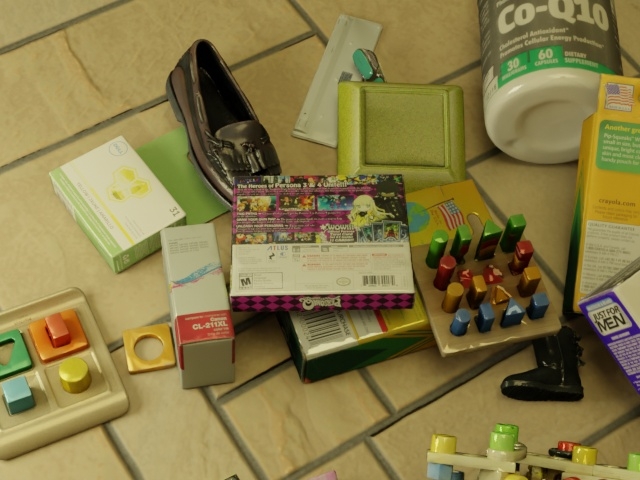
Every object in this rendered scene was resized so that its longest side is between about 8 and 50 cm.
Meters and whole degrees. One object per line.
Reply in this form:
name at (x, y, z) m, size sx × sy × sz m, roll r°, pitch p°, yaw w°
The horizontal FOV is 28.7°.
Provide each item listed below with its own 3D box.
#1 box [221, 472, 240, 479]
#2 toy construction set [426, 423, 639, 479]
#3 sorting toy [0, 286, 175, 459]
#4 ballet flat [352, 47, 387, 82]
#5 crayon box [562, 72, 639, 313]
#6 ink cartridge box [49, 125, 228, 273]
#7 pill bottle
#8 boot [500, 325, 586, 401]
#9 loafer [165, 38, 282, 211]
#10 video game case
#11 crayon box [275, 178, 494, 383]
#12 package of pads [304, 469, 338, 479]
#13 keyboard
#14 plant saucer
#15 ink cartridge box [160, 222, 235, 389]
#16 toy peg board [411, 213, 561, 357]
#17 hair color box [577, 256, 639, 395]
box at (-0.080, 0.394, 1.460) m, size 0.087 × 0.058 × 0.232 m, roll -23°, pitch 62°, yaw -19°
toy construction set at (0.297, 0.300, 1.453) m, size 0.328 × 0.215 × 0.151 m, roll 21°, pitch 95°, yaw 29°
sorting toy at (-0.357, 0.159, 1.596) m, size 0.348 × 0.047 × 0.196 m, roll -20°, pitch 61°, yaw -16°
ballet flat at (0.087, -0.241, 1.892) m, size 0.041 × 0.041 × 0.114 m, roll -17°, pitch 71°, yaw -15°
crayon box at (0.450, -0.049, 1.692) m, size 0.203 × 0.083 × 0.323 m, roll 7°, pitch 86°, yaw 0°
ink cartridge box at (-0.234, -0.078, 1.755) m, size 0.235 × 0.056 × 0.171 m, roll -31°, pitch 65°, yaw -20°
pill bottle at (0.337, -0.311, 1.858) m, size 0.204 × 0.204 × 0.361 m, roll 3°, pitch 57°, yaw -3°
boot at (0.291, 0.159, 1.648) m, size 0.121 × 0.045 × 0.099 m, roll 4°, pitch 59°, yaw -10°
loafer at (-0.133, -0.159, 1.776) m, size 0.109 × 0.095 × 0.302 m, roll -10°, pitch 55°, yaw -34°
video game case at (0.000, 0.000, 1.621) m, size 0.232 × 0.042 × 0.210 m, roll -1°, pitch 48°, yaw -2°
crayon box at (0.093, 0.050, 1.681) m, size 0.319 × 0.081 × 0.202 m, roll -15°, pitch 60°, yaw -13°
package of pads at (-0.011, 0.317, 1.531) m, size 0.083 × 0.032 × 0.050 m, roll -16°, pitch 57°, yaw -14°
keyboard at (0.028, -0.247, 1.909) m, size 0.072 × 0.014 × 0.256 m, roll 19°, pitch 58°, yaw 2°
plant saucer at (0.120, -0.153, 1.812) m, size 0.188 × 0.045 × 0.188 m, roll 2°, pitch 69°, yaw -4°
ink cartridge box at (-0.157, 0.083, 1.612) m, size 0.072 × 0.127 × 0.175 m, roll -7°, pitch 59°, yaw -8°
toy peg board at (0.212, 0.048, 1.598) m, size 0.161 × 0.079 × 0.160 m, roll -11°, pitch 60°, yaw -11°
hair color box at (0.499, 0.160, 1.562) m, size 0.185 × 0.110 × 0.339 m, roll -33°, pitch 88°, yaw -21°
